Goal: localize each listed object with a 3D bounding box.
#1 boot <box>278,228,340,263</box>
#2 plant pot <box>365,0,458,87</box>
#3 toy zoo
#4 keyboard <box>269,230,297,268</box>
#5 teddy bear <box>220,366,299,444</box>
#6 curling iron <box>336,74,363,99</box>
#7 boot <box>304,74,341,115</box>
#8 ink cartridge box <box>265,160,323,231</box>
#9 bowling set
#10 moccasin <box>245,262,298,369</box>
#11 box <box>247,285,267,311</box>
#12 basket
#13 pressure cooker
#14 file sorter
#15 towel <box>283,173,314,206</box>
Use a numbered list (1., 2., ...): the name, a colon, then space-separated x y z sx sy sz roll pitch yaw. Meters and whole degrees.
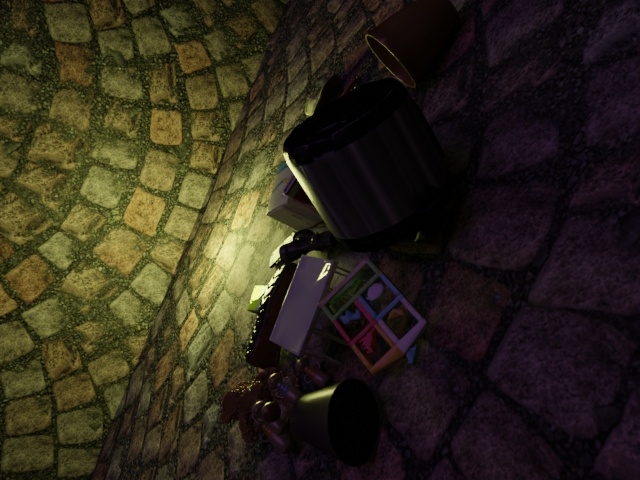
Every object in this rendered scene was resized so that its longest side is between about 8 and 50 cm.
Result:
1. boot: 0.000 0.000 1.876 0.229 0.091 0.263 -19 11 27
2. plant pot: 0.319 -0.675 1.781 0.254 0.237 0.237 -44 31 8
3. toy zoo: 0.144 0.205 1.397 0.192 0.030 0.293 -45 56 8
4. keyboard: -0.149 0.049 2.191 0.180 0.023 0.108 -44 27 36
5. teddy bear: -0.186 0.534 1.785 0.338 0.113 0.245 -37 45 30
6. curling iron: 0.087 -0.586 2.285 0.274 0.035 0.068 -43 34 35
7. boot: 0.005 -0.647 2.440 0.213 0.077 0.165 -63 25 10
8. ink cartridge box: -0.078 -0.184 2.094 0.168 0.171 0.232 -24 47 52
9. bowling set: -0.121 0.453 1.560 0.154 0.200 0.287 28 83 37
10. moccasin: -0.140 0.262 1.889 0.139 0.147 0.380 157 130 -72
11. box: -0.221 0.233 2.139 0.178 0.042 0.109 -8 61 58
12. basket: 0.027 0.460 1.402 0.227 0.154 0.204 -24 64 57
13. pressure cooker: 0.142 -0.169 1.461 0.376 0.420 0.370 -24 23 22
14. file sorter: 0.007 0.209 1.613 0.193 0.173 0.277 8 75 61
15. towel: 0.050 -0.203 1.728 0.037 0.329 0.237 44 107 39
